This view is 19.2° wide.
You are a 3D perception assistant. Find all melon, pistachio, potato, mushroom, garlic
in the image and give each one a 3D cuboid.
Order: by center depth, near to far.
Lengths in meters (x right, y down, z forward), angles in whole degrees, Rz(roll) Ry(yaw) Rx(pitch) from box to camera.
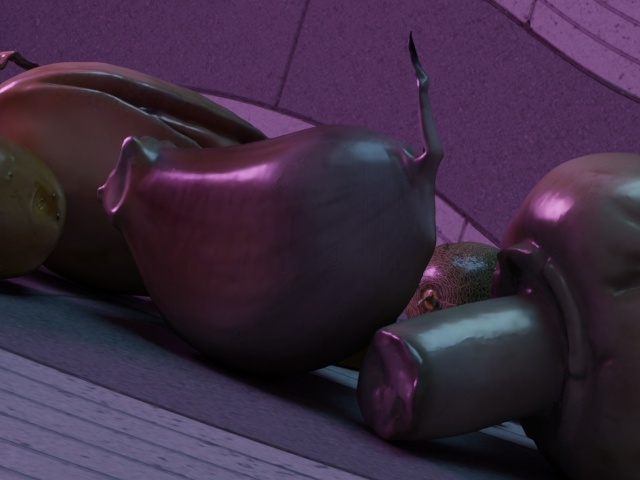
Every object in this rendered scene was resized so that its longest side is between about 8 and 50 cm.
[{"bbox_3d":[0.197,0.078,1.558,0.336,0.314,0.314,-7,14,-22],"label":"mushroom"},{"bbox_3d":[0.000,0.000,1.661,0.340,0.246,0.231,-18,-19,29],"label":"garlic"},{"bbox_3d":[-0.341,-0.039,1.680,0.234,0.146,0.150,14,-25,-23],"label":"potato"},{"bbox_3d":[-0.194,-0.068,1.856,0.309,0.230,0.230,15,5,-10],"label":"pistachio"},{"bbox_3d":[0.172,0.069,2.226,0.139,0.139,0.192,20,10,37],"label":"melon"}]

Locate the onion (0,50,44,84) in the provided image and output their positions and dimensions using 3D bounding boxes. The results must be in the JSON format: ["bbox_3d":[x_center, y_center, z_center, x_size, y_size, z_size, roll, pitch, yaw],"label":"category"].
[{"bbox_3d":[-0.436,-0.129,2.199,0.200,0.201,0.207,19,26,22],"label":"onion"}]

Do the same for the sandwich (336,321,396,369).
[{"bbox_3d":[-0.008,0.054,1.855,0.163,0.113,0.079,15,5,-23],"label":"sandwich"}]
